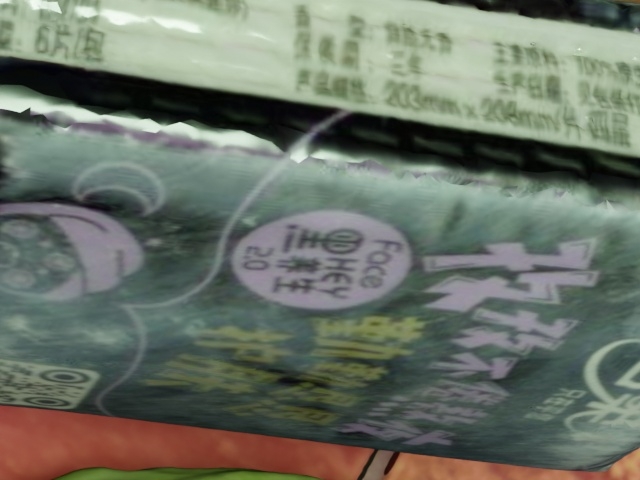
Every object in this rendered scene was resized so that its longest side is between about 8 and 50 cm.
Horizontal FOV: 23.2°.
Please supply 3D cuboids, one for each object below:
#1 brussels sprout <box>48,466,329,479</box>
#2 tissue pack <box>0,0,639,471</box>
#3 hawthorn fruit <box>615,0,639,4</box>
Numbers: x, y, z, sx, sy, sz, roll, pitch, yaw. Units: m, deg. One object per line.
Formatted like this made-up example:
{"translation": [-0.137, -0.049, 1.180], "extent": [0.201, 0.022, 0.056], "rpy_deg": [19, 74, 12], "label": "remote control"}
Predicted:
{"translation": [-0.051, 0.238, 0.693], "extent": [0.328, 0.247, 0.328], "rpy_deg": [-12, 124, -18], "label": "brussels sprout"}
{"translation": [0.000, 0.000, 0.618], "extent": [0.361, 0.259, 0.122], "rpy_deg": [6, 63, -15], "label": "tissue pack"}
{"translation": [0.099, -0.158, 0.635], "extent": [0.188, 0.169, 0.169], "rpy_deg": [38, 98, 2], "label": "hawthorn fruit"}
